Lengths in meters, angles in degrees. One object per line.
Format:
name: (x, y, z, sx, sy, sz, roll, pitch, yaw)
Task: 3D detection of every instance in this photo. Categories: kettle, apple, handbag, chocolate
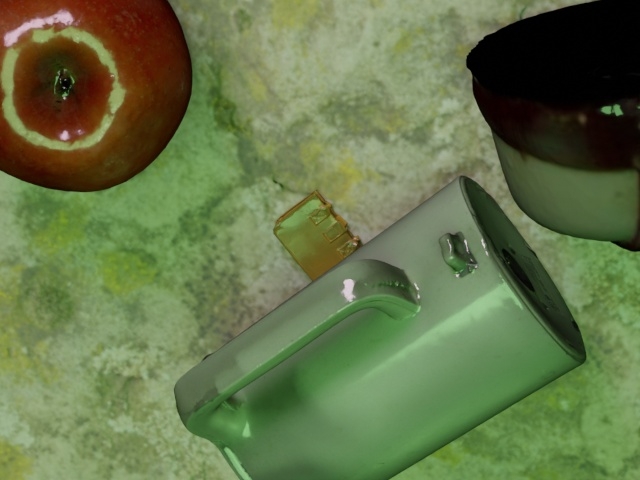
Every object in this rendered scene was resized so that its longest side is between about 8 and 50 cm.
kettle: (0.055, 0.111, 1.537, 0.318, 0.265, 0.205, -33, 93, 15)
apple: (-0.224, -0.151, 1.512, 0.218, 0.201, 0.218, 0, 101, -1)
handbag: (0.000, 0.000, 1.627, 0.061, 0.027, 0.083, -36, 99, 15)
chocolate: (0.274, -0.100, 1.456, 0.283, 0.283, 0.186, -11, 107, 8)
